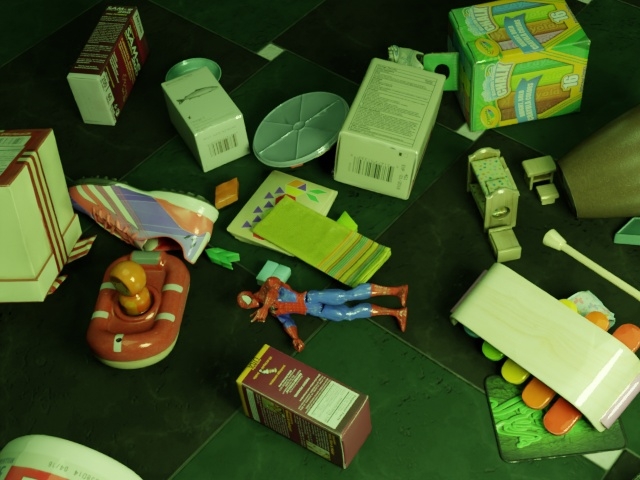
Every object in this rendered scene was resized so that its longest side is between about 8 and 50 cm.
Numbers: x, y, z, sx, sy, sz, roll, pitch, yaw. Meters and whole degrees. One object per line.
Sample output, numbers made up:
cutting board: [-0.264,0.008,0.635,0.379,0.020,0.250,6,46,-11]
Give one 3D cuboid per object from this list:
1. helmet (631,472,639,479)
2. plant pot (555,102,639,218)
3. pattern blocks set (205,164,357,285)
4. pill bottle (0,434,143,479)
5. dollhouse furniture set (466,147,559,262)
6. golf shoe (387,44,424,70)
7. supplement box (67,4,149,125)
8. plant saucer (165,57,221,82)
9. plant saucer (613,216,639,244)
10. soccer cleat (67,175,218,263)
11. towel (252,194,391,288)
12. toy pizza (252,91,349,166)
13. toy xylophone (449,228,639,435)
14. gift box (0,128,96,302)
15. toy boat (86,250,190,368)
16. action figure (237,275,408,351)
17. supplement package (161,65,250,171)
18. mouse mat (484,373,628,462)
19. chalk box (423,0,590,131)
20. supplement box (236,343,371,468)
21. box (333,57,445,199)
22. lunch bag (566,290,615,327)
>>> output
helmet: [0.459,0.372,1.198,0.169,0.169,0.161,-25,68,-14]
plant pot: [0.535,-0.125,1.602,0.231,0.215,0.215,-21,49,9]
pattern blocks set: [-0.066,-0.052,1.707,0.285,0.026,0.325,28,58,27]
pill bottle: [-0.385,0.474,1.169,0.229,0.229,0.407,9,51,14]
dollhouse furniture set: [0.360,-0.076,1.627,0.161,0.101,0.181,-12,50,-3]
golf shoe: [0.181,-0.336,1.895,0.086,0.069,0.176,2,51,1]
supplement box: [-0.441,-0.370,1.955,0.073,0.130,0.239,6,52,11]
plant saucer: [-0.269,-0.343,1.982,0.119,0.021,0.119,-3,50,4]
plant saucer: [0.575,-0.014,1.536,0.067,0.018,0.192,-37,20,-23]
soccer cleat: [-0.341,-0.039,1.686,0.318,0.108,0.116,10,75,22]
towel: [0.000,0.000,1.624,0.237,0.021,0.102,28,58,27]
toy pizza: [-0.035,-0.208,1.780,0.201,0.032,0.201,-16,44,16]
toy xylophone: [0.356,0.131,1.419,0.236,0.081,0.322,-42,54,-1]
gift box: [-0.556,-0.039,1.616,0.255,0.258,0.276,1,30,10]
toy boat: [-0.308,0.093,1.532,0.151,0.151,0.231,0,50,7]
action figure: [-0.006,0.125,1.504,0.281,0.091,0.139,4,38,10]
supplement package: [-0.227,-0.242,1.836,0.105,0.105,0.179,-26,51,-14]
mouse mat: [0.354,0.259,1.408,0.190,0.007,0.152,-8,50,2]
chalk box: [0.347,-0.342,1.806,0.289,0.180,0.179,-12,49,-2]
supplement box: [-0.024,0.249,1.397,0.188,0.104,0.081,24,56,24]
box: [0.130,-0.211,1.734,0.149,0.126,0.232,16,49,9]
lunch bag: [0.417,0.127,1.482,0.083,0.053,0.071,-33,53,-6]
